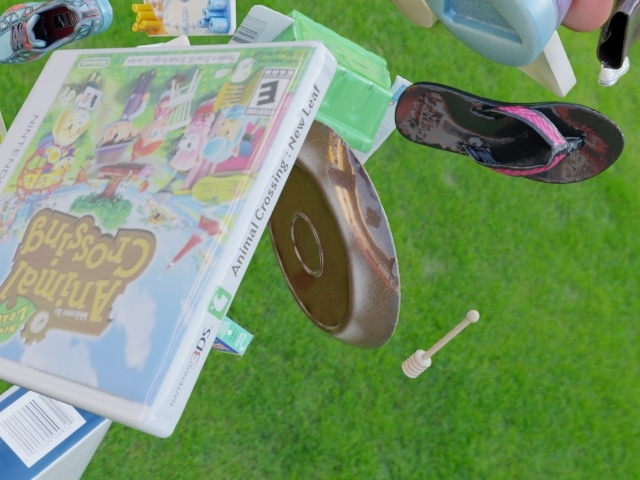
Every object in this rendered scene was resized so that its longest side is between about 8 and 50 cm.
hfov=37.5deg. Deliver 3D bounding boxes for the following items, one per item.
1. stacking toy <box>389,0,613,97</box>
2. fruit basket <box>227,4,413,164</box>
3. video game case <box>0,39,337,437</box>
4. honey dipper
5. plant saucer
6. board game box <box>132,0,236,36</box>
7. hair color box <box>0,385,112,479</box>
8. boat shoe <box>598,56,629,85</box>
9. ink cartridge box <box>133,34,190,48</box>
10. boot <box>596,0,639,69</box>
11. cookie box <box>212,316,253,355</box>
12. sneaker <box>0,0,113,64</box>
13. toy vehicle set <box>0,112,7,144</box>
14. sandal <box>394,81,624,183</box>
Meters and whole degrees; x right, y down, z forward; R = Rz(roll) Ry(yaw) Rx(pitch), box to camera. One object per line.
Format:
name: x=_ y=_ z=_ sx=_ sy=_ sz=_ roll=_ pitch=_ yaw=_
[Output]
stacking toy: x=0.092 y=-0.222 z=0.841 sx=0.309 sy=0.279 sz=0.130 roll=38 pitch=80 yaw=26
fruit basket: x=-0.059 y=-0.199 z=1.574 sx=0.327 sy=0.353 sz=0.165 roll=23 pitch=44 yaw=-25
video game case: x=-0.111 y=-0.017 z=0.478 sx=0.023 sy=0.212 sz=0.193 roll=43 pitch=64 yaw=-46
honey dipper: x=0.177 y=0.149 z=1.382 sx=0.030 sy=0.161 sz=0.030 roll=23 pitch=41 yaw=-22
plant saucer: x=0.000 y=0.000 z=1.210 sx=0.050 sy=0.310 sz=0.311 roll=-17 pitch=75 yaw=-22
board game box: x=-0.304 y=-0.629 z=1.979 sx=0.050 sy=0.390 sz=0.390 roll=-10 pitch=105 yaw=-35
hair color box: x=-0.388 y=0.294 z=1.206 sx=0.105 sy=0.347 sz=0.174 roll=46 pitch=51 yaw=8
boat shoe: x=0.463 y=-0.279 z=1.486 sx=0.100 sy=0.035 sz=0.035 roll=-43 pitch=138 yaw=-42
ink cartridge box: x=-0.245 y=-0.193 z=1.242 sx=0.061 sy=0.181 sz=0.104 roll=-30 pitch=102 yaw=-61
boot: x=0.398 y=-0.339 z=1.095 sx=0.090 sy=0.248 sz=0.207 roll=24 pitch=69 yaw=16
cookie box: x=-0.173 y=0.137 z=1.490 sx=0.107 sy=0.092 sz=0.040 roll=38 pitch=69 yaw=-25
sneaker: x=-0.509 y=-0.382 z=1.685 sx=0.125 sy=0.261 sz=0.104 roll=-57 pitch=128 yaw=-65
toy vehicle set: x=-0.494 y=-0.163 z=1.394 sx=0.035 sy=0.166 sz=0.267 roll=-15 pitch=111 yaw=-10
sandal: x=0.145 y=-0.079 z=0.728 sx=0.179 sy=0.067 sz=0.040 roll=11 pitch=26 yaw=1
